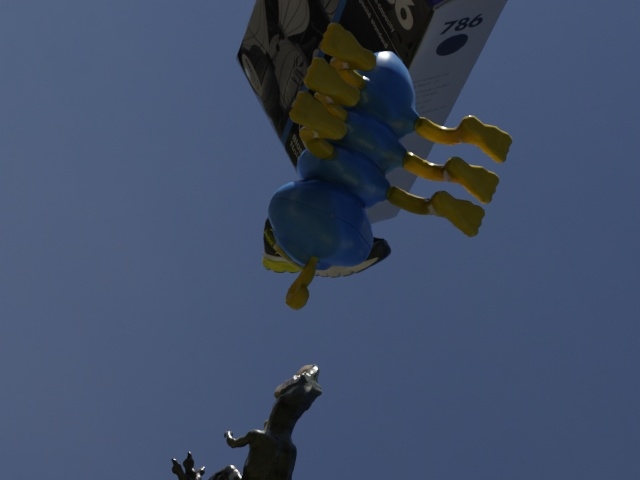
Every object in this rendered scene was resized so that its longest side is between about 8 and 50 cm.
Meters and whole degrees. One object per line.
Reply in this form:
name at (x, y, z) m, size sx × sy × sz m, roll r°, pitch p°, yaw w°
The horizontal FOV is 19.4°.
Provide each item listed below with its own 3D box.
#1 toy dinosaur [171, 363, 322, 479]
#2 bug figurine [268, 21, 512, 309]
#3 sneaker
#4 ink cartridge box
toy dinosaur at (-0.065, 0.222, 1.502) m, size 0.118 × 0.064 × 0.268 m, roll -12°, pitch -119°, yaw 42°
bug figurine at (-0.042, -0.119, 0.667) m, size 0.279 × 0.216 × 0.072 m, roll 34°, pitch -20°, yaw -22°
sneaker at (0.000, 0.000, 1.038) m, size 0.083 × 0.031 × 0.035 m, roll 0°, pitch -74°, yaw 32°
ink cartridge box at (0.035, -0.158, 1.198) m, size 0.165 × 0.065 × 0.332 m, roll 63°, pitch -28°, yaw 24°
